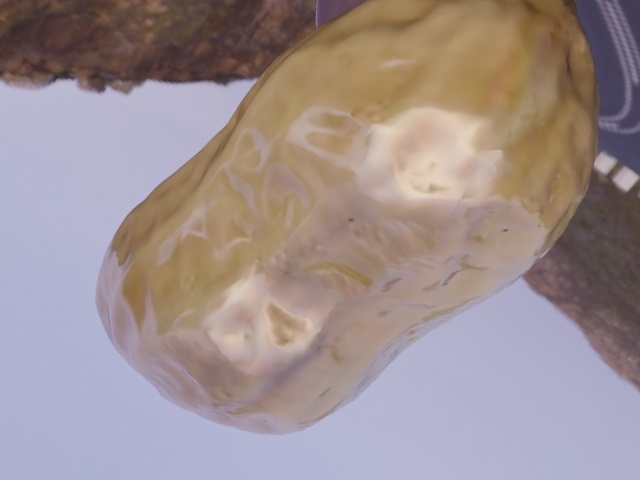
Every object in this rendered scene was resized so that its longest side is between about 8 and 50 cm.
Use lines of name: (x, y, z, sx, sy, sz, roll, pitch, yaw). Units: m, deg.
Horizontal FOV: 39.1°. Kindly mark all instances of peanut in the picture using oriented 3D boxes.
peanut: (0.000, 0.000, 0.415, 0.152, 0.313, 0.152, 24, -131, -30)

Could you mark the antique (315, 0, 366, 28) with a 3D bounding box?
antique: (0.080, -0.230, 0.679, 0.121, 0.257, 0.143, 28, -124, 16)
